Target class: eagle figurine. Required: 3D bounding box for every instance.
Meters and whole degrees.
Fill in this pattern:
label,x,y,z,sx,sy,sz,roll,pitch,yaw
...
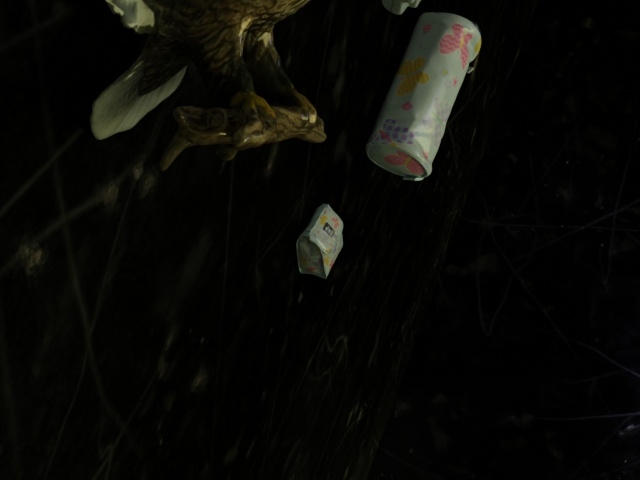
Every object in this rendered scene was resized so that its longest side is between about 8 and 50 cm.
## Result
label,x,y,z,sx,sy,sz,roll,pitch,yaw
eagle figurine,-0.059,-0.209,0.646,0.226,0.225,0.298,-4,-80,63

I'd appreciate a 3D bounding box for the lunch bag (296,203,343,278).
label,x,y,z,sx,sy,sz,roll,pitch,yaw
lunch bag,0.000,0.000,1.321,0.083,0.053,0.071,83,27,-42

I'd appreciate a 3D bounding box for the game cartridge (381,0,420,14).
label,x,y,z,sx,sy,sz,roll,pitch,yaw
game cartridge,0.167,-0.437,1.143,0.297,0.062,0.198,-56,164,-28

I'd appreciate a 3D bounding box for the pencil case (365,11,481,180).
label,x,y,z,sx,sy,sz,roll,pitch,yaw
pencil case,0.170,-0.236,1.528,0.124,0.114,0.273,43,65,-51
